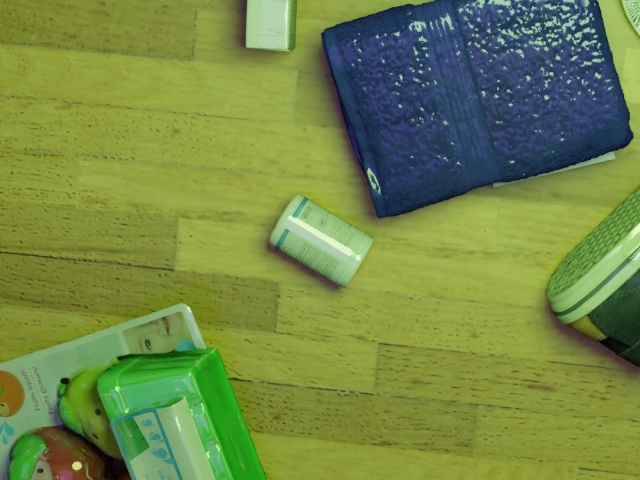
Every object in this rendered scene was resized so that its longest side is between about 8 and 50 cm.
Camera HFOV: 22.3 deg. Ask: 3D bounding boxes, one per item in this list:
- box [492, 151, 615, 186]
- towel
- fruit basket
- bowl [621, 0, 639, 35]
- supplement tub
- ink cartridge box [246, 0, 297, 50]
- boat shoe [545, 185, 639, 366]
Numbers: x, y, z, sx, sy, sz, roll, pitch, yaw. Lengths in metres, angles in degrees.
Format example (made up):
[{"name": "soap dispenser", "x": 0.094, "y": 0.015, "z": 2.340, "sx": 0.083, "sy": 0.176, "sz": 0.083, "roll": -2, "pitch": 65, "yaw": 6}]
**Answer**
[{"name": "box", "x": 0.246, "y": -0.168, "z": 1.864, "sx": 0.145, "sy": 0.038, "sz": 0.186, "roll": -13, "pitch": 97, "yaw": 7}, {"name": "towel", "x": 0.175, "y": -0.171, "z": 1.820, "sx": 0.308, "sy": 0.076, "sz": 0.227, "roll": -15, "pitch": 103, "yaw": 9}, {"name": "fruit basket", "x": -0.256, "y": 0.274, "z": 1.904, "sx": 0.353, "sy": 0.165, "sz": 0.327, "roll": -18, "pitch": 96, "yaw": 10}, {"name": "bowl", "x": 0.424, "y": -0.280, "z": 1.797, "sx": 0.170, "sy": 0.170, "sz": 0.080, "roll": 51, "pitch": 57, "yaw": -3}, {"name": "supplement tub", "x": 0.000, "y": 0.000, "z": 1.891, "sx": 0.107, "sy": 0.071, "sz": 0.071, "roll": 32, "pitch": 99, "yaw": 0}, {"name": "ink cartridge box", "x": -0.054, "y": -0.278, "z": 1.849, "sx": 0.052, "sy": 0.088, "sz": 0.122, "roll": 2, "pitch": 98, "yaw": 4}, {"name": "boat shoe", "x": 0.475, "y": -0.050, "z": 1.794, "sx": 0.156, "sy": 0.187, "sz": 0.500, "roll": 45, "pitch": 104, "yaw": -7}]
